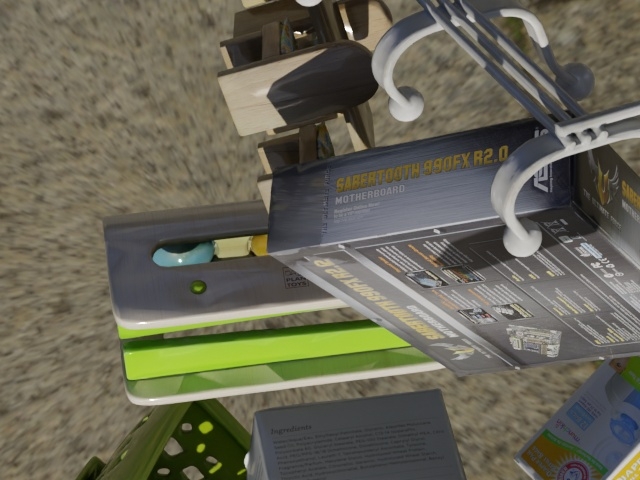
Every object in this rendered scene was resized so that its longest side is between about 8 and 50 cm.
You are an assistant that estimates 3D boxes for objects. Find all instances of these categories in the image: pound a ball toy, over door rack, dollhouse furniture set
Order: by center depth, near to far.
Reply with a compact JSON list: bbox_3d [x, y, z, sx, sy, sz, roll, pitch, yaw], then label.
[{"bbox_3d":[0.172,-0.132,0.804,0.324,0.108,0.239,-25,50,-15],"label":"over door rack"},{"bbox_3d":[0.017,-0.167,0.954,0.161,0.212,0.242,-14,124,9],"label":"dollhouse furniture set"},{"bbox_3d":[0.000,0.000,1.145,0.319,0.208,0.136,-7,55,-6],"label":"pound a ball toy"}]

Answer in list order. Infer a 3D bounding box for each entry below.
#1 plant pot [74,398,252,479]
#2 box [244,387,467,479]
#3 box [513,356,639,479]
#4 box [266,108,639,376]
[{"bbox_3d":[-0.164,0.321,1.580,0.207,0.227,0.228,-32,106,32],"label":"plant pot"},{"bbox_3d":[0.028,0.241,1.427,0.182,0.181,0.119,-6,53,-11],"label":"box"},{"bbox_3d":[0.337,0.224,1.727,0.203,0.114,0.103,-46,136,2],"label":"box"},{"bbox_3d":[0.108,0.011,0.881,0.183,0.231,0.056,-9,63,32],"label":"box"}]
